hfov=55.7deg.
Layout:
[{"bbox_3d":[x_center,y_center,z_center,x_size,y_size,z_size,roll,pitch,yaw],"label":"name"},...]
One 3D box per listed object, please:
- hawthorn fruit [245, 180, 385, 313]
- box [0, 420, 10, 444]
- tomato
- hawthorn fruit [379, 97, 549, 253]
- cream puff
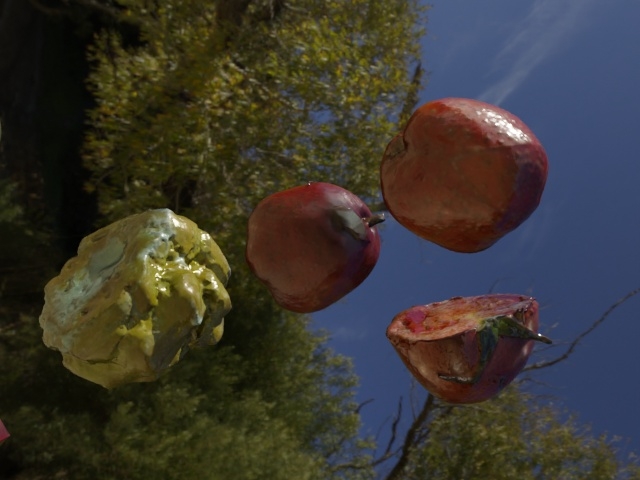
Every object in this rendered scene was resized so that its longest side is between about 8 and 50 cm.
[{"bbox_3d":[0.000,0.000,0.848,0.202,0.185,0.185,-24,-114,29],"label":"hawthorn fruit"},{"bbox_3d":[-0.311,0.187,0.531,0.082,0.051,0.023,-39,-97,41],"label":"box"},{"bbox_3d":[0.264,0.206,1.120,0.309,0.308,0.170,-9,-88,57],"label":"tomato"},{"bbox_3d":[0.106,-0.050,0.458,0.128,0.128,0.128,-6,-97,58],"label":"hawthorn fruit"},{"bbox_3d":[-0.327,0.123,1.164,0.378,0.275,0.378,-22,-139,20],"label":"cream puff"}]
